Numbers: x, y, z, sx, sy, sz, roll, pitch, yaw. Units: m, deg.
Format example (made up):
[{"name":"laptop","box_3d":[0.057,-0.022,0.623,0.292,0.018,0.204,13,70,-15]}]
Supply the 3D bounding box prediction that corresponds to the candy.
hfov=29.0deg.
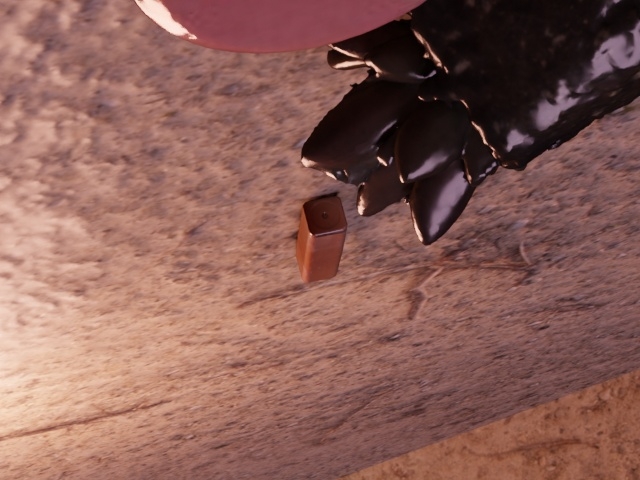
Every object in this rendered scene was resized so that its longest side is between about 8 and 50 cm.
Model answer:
[{"name":"candy","box_3d":[-0.013,-0.217,0.783,0.255,0.094,0.255,-13,159,-5]}]

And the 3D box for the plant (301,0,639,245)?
[{"name":"plant","box_3d":[0.137,-0.131,0.941,0.181,0.194,0.320,-20,173,-45]}]

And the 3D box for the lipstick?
[{"name":"lipstick","box_3d":[0.000,0.000,1.388,0.045,0.045,0.145,-13,159,-10]}]
